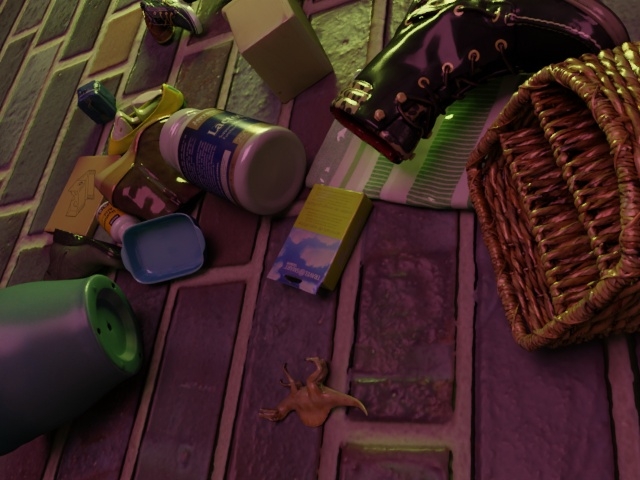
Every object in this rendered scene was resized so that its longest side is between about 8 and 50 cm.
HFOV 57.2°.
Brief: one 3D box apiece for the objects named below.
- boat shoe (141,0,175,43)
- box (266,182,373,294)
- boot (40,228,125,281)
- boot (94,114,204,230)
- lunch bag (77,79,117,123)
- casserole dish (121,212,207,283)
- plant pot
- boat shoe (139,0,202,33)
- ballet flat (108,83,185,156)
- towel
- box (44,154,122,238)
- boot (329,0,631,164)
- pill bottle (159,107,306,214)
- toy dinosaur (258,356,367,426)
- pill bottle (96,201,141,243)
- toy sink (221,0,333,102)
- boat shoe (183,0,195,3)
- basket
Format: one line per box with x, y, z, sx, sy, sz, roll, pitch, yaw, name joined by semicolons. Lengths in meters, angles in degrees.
-0.427;-0.568;1.517;0.064;0.060;0.178;-38;50;7;boat shoe
0.000;0.000;0.934;0.109;0.042;0.178;15;73;38;box
-0.478;0.074;1.183;0.246;0.083;0.161;11;82;36;boot
-0.311;-0.138;1.197;0.207;0.090;0.248;29;63;21;boot
-0.546;-0.337;1.433;0.067;0.098;0.065;-26;55;10;lunch bag
-0.282;0.014;1.078;0.188;0.037;0.114;-14;94;22;casserole dish
-0.453;0.185;0.983;0.255;0.271;0.271;-21;53;3;plant pot
-0.365;-0.546;1.437;0.083;0.065;0.183;-35;60;-17;boat shoe
-0.414;-0.276;1.329;0.231;0.077;0.077;-32;54;13;ballet flat
0.148;-0.172;0.945;0.325;0.038;0.248;14;73;37;towel
-0.538;-0.102;1.340;0.164;0.021;0.201;5;69;34;box
0.196;-0.231;0.833;0.284;0.138;0.377;-48;45;-1;boot
-0.165;-0.152;1.053;0.265;0.153;0.153;24;78;39;pill bottle
-0.004;0.212;0.821;0.183;0.053;0.092;-17;71;32;toy dinosaur
-0.401;-0.031;1.188;0.116;0.065;0.065;34;84;40;pill bottle
-0.095;-0.414;1.162;0.131;0.153;0.234;-31;52;14;toy sink
-0.224;-0.635;1.416;0.258;0.089;0.109;-17;66;22;boat shoe
0.289;-0.055;0.653;0.223;0.213;0.299;-12;58;12;basket
